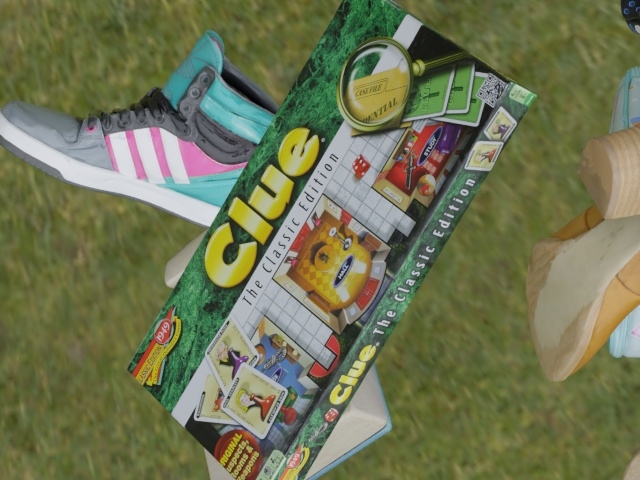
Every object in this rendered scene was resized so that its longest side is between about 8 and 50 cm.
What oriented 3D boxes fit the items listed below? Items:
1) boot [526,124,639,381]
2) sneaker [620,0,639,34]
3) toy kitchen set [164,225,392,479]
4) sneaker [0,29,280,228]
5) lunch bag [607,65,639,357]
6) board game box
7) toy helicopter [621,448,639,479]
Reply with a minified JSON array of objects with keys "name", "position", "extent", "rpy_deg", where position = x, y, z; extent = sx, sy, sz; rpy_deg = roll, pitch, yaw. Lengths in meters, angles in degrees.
[{"name":"boot","position":[0.282,0.000,1.510],"extent":[0.211,0.104,0.295],"rpy_deg":[-9,146,-16]},{"name":"sneaker","position":[0.302,-0.165,1.656],"extent":[0.079,0.121,0.217],"rpy_deg":[25,68,-29]},{"name":"toy kitchen set","position":[0.008,0.073,1.314],"extent":[0.122,0.207,0.166],"rpy_deg":[-36,142,29]},{"name":"sneaker","position":[-0.157,-0.126,1.917],"extent":[0.295,0.124,0.178],"rpy_deg":[18,105,-11]},{"name":"lunch bag","position":[0.328,-0.021,1.928],"extent":[0.108,0.279,0.224],"rpy_deg":[7,127,3]},{"name":"board game box","position":[0.000,0.000,1.069],"extent":[0.030,0.136,0.259],"rpy_deg":[20,104,-46]},{"name":"toy helicopter","position":[0.428,0.258,1.753],"extent":[0.140,0.355,0.235],"rpy_deg":[4,98,-54]}]
